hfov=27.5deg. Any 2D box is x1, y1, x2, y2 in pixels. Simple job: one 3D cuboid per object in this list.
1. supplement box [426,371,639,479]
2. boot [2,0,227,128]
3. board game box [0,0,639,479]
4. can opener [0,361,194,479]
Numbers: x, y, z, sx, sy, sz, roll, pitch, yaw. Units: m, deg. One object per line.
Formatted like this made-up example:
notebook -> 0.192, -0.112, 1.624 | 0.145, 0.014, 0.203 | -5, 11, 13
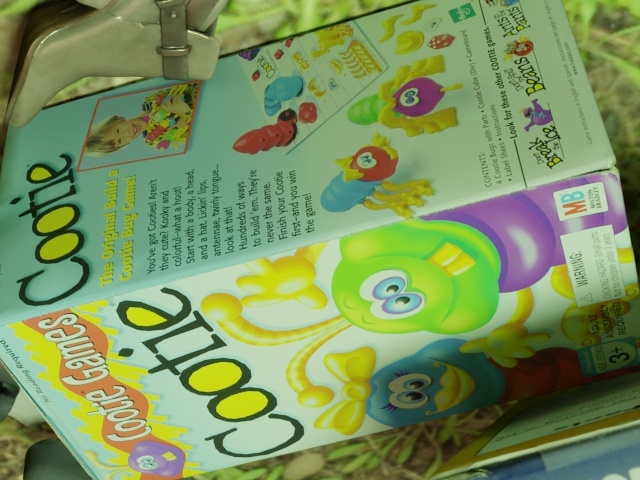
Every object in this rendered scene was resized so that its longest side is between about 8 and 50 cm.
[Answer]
supplement box -> 0.200, 0.151, 0.633 | 0.194, 0.195, 0.356 | -20, 174, 15
boot -> -0.091, -0.089, 0.601 | 0.087, 0.042, 0.118 | 12, 133, -20
board game box -> 0.000, 0.000, 0.626 | 0.275, 0.144, 0.142 | -14, 135, 10
can opener -> -0.185, 0.086, 0.728 | 0.283, 0.095, 0.076 | 26, 126, -28
